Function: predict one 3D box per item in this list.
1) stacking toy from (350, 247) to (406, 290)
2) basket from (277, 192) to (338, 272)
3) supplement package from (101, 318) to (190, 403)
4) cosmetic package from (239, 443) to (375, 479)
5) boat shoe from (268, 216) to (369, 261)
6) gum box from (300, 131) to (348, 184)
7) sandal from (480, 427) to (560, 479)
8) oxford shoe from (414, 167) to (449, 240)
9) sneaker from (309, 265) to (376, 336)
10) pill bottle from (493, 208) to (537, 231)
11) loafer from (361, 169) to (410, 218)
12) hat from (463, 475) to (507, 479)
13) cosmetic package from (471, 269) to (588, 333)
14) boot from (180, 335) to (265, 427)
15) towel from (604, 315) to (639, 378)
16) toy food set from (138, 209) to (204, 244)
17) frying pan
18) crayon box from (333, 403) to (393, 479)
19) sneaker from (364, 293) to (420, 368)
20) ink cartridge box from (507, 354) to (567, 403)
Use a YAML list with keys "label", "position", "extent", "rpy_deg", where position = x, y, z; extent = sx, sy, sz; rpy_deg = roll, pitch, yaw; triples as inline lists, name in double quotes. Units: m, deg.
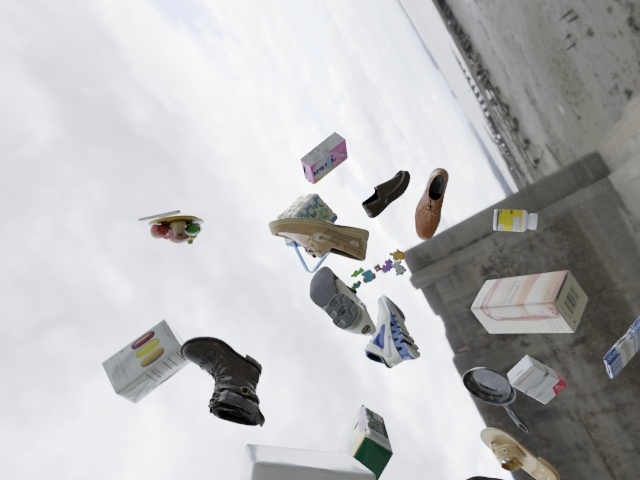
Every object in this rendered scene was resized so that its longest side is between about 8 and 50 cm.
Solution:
- label: "stacking toy"
  position: [0.207, 0.113, 1.574]
  extent: [0.052, 0.221, 0.167]
  rpy_deg: [60, -167, -9]
- label: "basket"
  position: [-0.038, -0.036, 1.888]
  extent: [0.255, 0.201, 0.289]
  rpy_deg: [-50, -55, -31]
- label: "supplement package"
  position: [-0.586, 0.413, 1.496]
  extent: [0.139, 0.244, 0.134]
  rpy_deg: [43, 162, 31]
- label: "cosmetic package"
  position: [-0.058, 0.629, 0.773]
  extent: [0.230, 0.161, 0.453]
  rpy_deg: [13, -105, -13]
- label: "boat shoe"
  position: [0.000, 0.000, 1.374]
  extent: [0.341, 0.121, 0.110]
  rpy_deg: [8, -100, -19]
- label: "gum box"
  position: [0.012, -0.304, 1.628]
  extent: [0.062, 0.188, 0.107]
  rpy_deg: [43, 165, 27]
- label: "sandal"
  position: [0.556, 0.633, 1.263]
  extent: [0.079, 0.240, 0.088]
  rpy_deg: [-11, -69, -39]
- label: "oxford shoe"
  position: [0.308, -0.096, 1.225]
  extent: [0.076, 0.076, 0.212]
  rpy_deg: [-47, -33, -68]
- label: "sneaker"
  position: [0.071, 0.210, 1.447]
  extent: [0.146, 0.122, 0.330]
  rpy_deg: [35, -169, -35]
- label: "pill bottle"
  position: [0.575, -0.059, 1.287]
  extent: [0.065, 0.116, 0.065]
  rpy_deg: [5, -90, -68]
- label: "loafer"
  position: [0.235, -0.176, 1.580]
  extent: [0.078, 0.220, 0.080]
  rpy_deg: [36, -167, -30]
- label: "hat"
  position: [0.258, 0.582, 0.817]
  extent: [0.134, 0.331, 0.331]
  rpy_deg: [41, -152, -11]
- label: "cosmetic package"
  position: [0.660, 0.203, 1.396]
  extent: [0.129, 0.296, 0.153]
  rpy_deg: [49, -122, -13]
- label: "boot"
  position: [-0.258, 0.365, 1.134]
  extent: [0.263, 0.091, 0.229]
  rpy_deg: [23, -166, -10]
- label: "towel"
  position: [1.162, 0.377, 1.626]
  extent: [0.209, 0.285, 0.034]
  rpy_deg: [41, 178, -43]
- label: "toy food set"
  position: [-0.388, -0.021, 1.167]
  extent: [0.218, 0.128, 0.071]
  rpy_deg: [47, -147, -83]
- label: "frying pan"
  position: [0.701, 0.587, 1.658]
  extent: [0.326, 0.197, 0.053]
  rpy_deg: [31, -132, 10]
- label: "crayon box"
  position: [0.103, 0.745, 1.431]
  extent: [0.106, 0.313, 0.363]
  rpy_deg: [30, 177, 6]
- label: "sneaker"
  position: [0.239, 0.359, 1.650]
  extent: [0.127, 0.182, 0.315]
  rpy_deg: [42, -161, -29]
- label: "ink cartridge box"
  position: [0.745, 0.480, 1.506]
  extent: [0.150, 0.109, 0.063]
  rpy_deg: [30, -157, -7]
